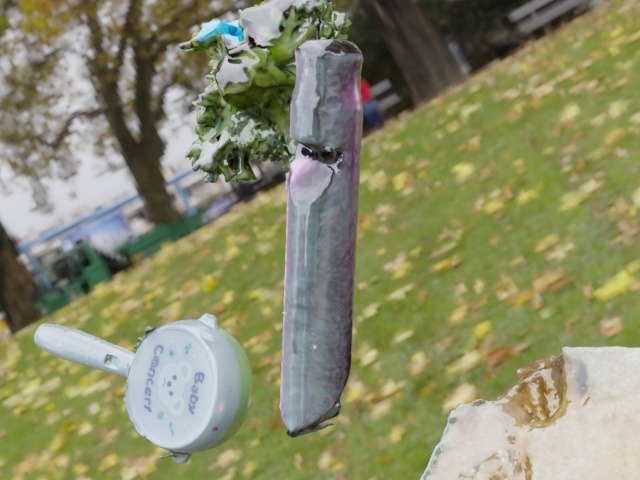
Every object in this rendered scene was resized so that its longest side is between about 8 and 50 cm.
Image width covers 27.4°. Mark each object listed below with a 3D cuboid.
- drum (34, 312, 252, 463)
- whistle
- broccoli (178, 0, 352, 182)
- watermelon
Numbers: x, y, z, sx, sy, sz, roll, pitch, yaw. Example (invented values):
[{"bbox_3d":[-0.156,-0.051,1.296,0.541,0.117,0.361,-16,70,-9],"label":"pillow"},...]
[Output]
[{"bbox_3d":[-0.161,0.096,1.180,0.049,0.253,0.130,9,-71,-52],"label":"drum"},{"bbox_3d":[0.000,0.000,0.579,0.033,0.177,0.033,2,11,0],"label":"whistle"},{"bbox_3d":[-0.047,-0.129,1.057,0.167,0.155,0.160,-24,-11,11],"label":"broccoli"},{"bbox_3d":[0.222,0.185,0.878,0.302,0.151,0.264,11,63,32],"label":"watermelon"}]
